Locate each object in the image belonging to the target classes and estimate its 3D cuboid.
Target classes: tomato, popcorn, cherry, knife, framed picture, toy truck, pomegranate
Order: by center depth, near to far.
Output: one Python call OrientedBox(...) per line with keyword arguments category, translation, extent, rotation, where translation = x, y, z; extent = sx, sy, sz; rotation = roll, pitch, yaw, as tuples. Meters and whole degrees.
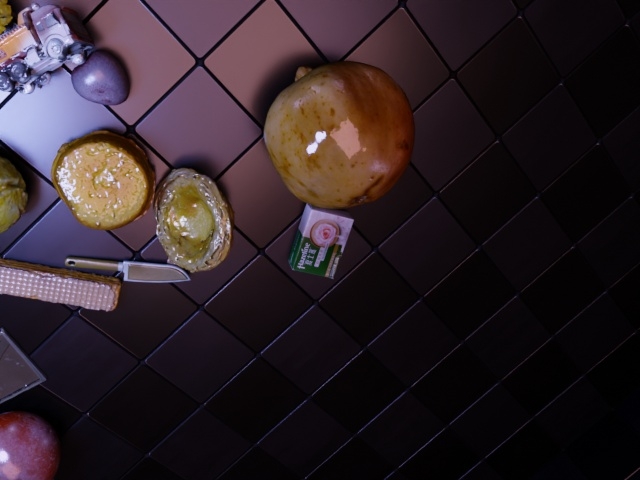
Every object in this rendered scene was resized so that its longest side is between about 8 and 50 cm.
OrientedBox(category="toy truck", translation=(-0.659, -0.429, 1.348), extent=(0.270, 0.114, 0.135), rotation=(-24, 95, 12))
OrientedBox(category="popcorn", translation=(-0.828, -0.119, 1.438), extent=(0.221, 0.183, 0.204), rotation=(51, 63, -22))
OrientedBox(category="cherry", translation=(-0.555, -0.373, 1.448), extent=(0.188, 0.115, 0.148), rotation=(-39, 156, 10))
OrientedBox(category="pomegranate", translation=(0.038, -0.285, 1.507), extent=(0.409, 0.410, 0.410), rotation=(-5, 113, -12))
OrientedBox(category="knife", translation=(-0.537, 0.084, 1.672), extent=(0.342, 0.027, 0.061), rotation=(5, 111, -13))
OrientedBox(category="framed picture", translation=(-0.967, 0.391, 1.697), extent=(0.281, 0.019, 0.209), rotation=(-27, 115, -2))
OrientedBox(category="tomato", translation=(-0.886, 0.630, 1.700), extent=(0.270, 0.227, 0.270), rotation=(-6, 115, -13))

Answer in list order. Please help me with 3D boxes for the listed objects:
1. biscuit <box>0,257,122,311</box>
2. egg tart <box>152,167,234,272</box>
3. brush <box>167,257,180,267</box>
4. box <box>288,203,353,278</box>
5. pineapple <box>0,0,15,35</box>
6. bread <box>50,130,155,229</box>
OrientedBox(category="biscuit", translation=(-0.742, 0.120, 1.622), extent=(0.378, 0.054, 0.094), rotation=(12, 109, -18))
OrientedBox(category="egg tart", translation=(-0.329, -0.057, 1.582), extent=(0.118, 0.288, 0.288), rotation=(-19, 126, -56))
OrientedBox(category="brush", translation=(-0.377, 0.007, 1.688), extent=(0.051, 0.014, 0.164), rotation=(33, 100, -25))
OrientedBox(category="box", translation=(0.000, 0.000, 1.744), extent=(0.135, 0.081, 0.199), rotation=(12, 106, -18))
OrientedBox(category="pineapple", translation=(-0.817, -0.506, 1.337), extent=(0.249, 0.164, 0.140), rotation=(-13, 75, -13))
OrientedBox(category="bread", translation=(-0.546, -0.151, 1.512), extent=(0.268, 0.146, 0.269), rotation=(-5, 109, -15))
